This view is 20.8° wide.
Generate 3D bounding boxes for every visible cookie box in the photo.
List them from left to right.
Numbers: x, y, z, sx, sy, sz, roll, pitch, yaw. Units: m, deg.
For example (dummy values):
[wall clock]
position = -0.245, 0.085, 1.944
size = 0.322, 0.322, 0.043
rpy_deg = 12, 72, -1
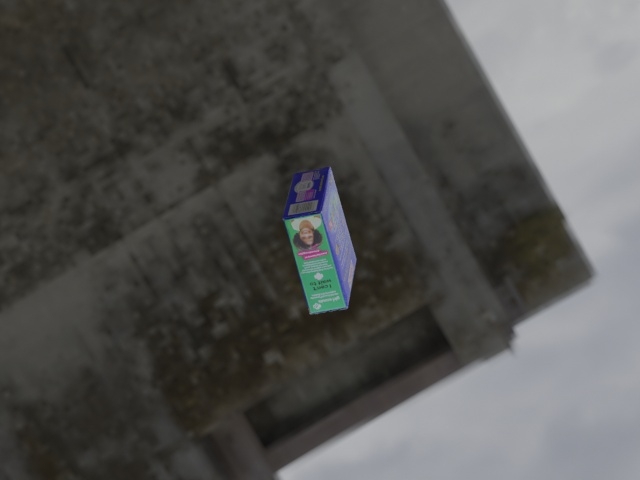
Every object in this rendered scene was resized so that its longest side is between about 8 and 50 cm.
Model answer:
[cookie box]
position = 0.000, 0.000, 1.643
size = 0.040, 0.107, 0.092
rpy_deg = -10, -152, 12
